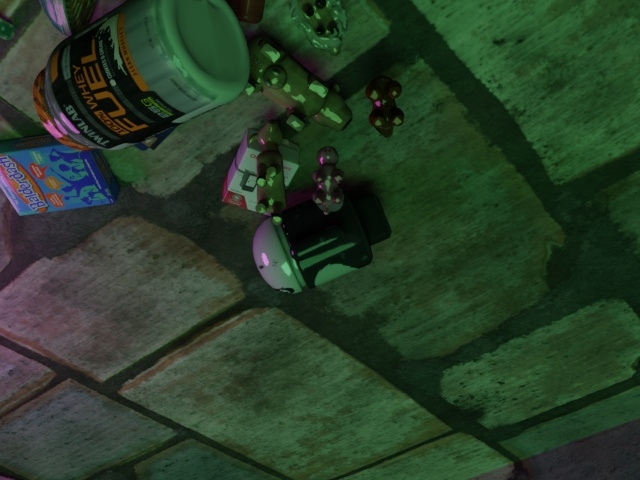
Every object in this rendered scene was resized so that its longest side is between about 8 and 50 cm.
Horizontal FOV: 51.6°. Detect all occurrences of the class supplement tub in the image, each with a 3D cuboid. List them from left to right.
[{"bbox_3d":[-0.282,-0.256,1.020,0.316,0.193,0.193,-16,135,32],"label":"supplement tub"}]

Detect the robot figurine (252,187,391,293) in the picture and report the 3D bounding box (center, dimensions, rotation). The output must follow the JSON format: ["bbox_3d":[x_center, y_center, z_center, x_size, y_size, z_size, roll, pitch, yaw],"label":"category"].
[{"bbox_3d":[0.001,0.002,1.348,0.278,0.173,0.209,-22,141,-1],"label":"robot figurine"}]

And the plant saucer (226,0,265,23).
[{"bbox_3d":[-0.198,-0.455,0.993,0.259,0.047,0.258,7,135,-10],"label":"plant saucer"}]

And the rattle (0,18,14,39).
[{"bbox_3d":[-0.545,-0.368,1.011,0.130,0.142,0.199,-8,132,-20],"label":"rattle"}]

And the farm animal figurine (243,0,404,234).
[{"bbox_3d":[-0.035,-0.223,1.148,0.330,0.172,0.326,-34,109,12],"label":"farm animal figurine"}]

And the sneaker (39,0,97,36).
[{"bbox_3d":[-0.412,-0.445,0.970,0.121,0.108,0.302,18,141,8],"label":"sneaker"}]

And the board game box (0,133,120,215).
[{"bbox_3d":[-0.528,-0.132,1.307,0.210,0.047,0.160,-7,135,7],"label":"board game box"}]

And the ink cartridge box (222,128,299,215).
[{"bbox_3d":[-0.118,-0.132,1.308,0.109,0.063,0.150,17,133,-18],"label":"ink cartridge box"}]

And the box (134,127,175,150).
[{"bbox_3d":[-0.314,-0.252,1.203,0.136,0.036,0.225,34,126,-31],"label":"box"}]
